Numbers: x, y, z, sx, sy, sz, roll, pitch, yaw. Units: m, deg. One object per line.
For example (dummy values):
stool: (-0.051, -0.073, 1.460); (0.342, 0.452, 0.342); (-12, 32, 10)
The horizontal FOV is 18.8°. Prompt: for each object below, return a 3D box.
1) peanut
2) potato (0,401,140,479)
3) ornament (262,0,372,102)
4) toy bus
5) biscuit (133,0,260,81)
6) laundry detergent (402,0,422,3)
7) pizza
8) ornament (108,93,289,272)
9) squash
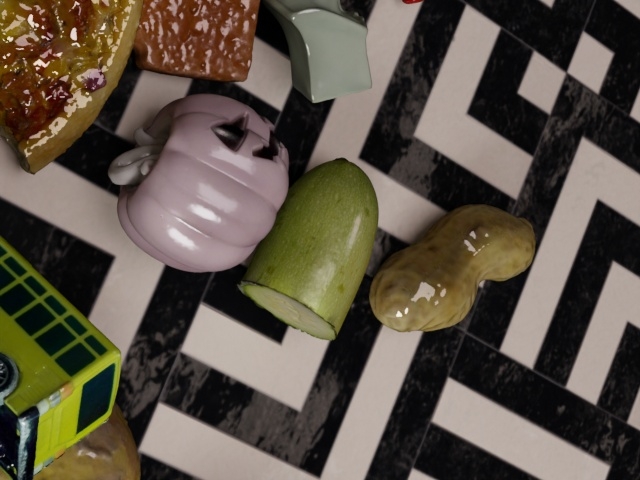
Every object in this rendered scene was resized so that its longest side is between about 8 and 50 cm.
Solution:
peanut: (0.149, 0.028, 2.133); (0.229, 0.098, 0.103); (-34, 151, -27)
potato: (-0.272, 0.251, 1.807); (0.229, 0.229, 0.266); (18, 78, -33)
ornament: (-0.003, -0.285, 1.997); (0.120, 0.130, 0.285); (-3, 94, -20)
toy bus: (-0.310, 0.079, 1.738); (0.262, 0.128, 0.150); (42, 56, 19)
biscuit: (-0.164, -0.283, 1.938); (0.284, 0.043, 0.306); (-41, 114, -22)
laundry detergent: (0.094, -0.342, 2.108); (0.097, 0.049, 0.165); (-20, 106, -35)
pizza: (-0.275, -0.212, 1.814); (0.228, 0.081, 0.289); (20, 99, -28)
ornament: (-0.123, -0.060, 1.903); (0.177, 0.177, 0.177); (-2, 93, -33)
squash: (0.000, 0.000, 2.026); (0.123, 0.123, 0.187); (34, 69, -30)
